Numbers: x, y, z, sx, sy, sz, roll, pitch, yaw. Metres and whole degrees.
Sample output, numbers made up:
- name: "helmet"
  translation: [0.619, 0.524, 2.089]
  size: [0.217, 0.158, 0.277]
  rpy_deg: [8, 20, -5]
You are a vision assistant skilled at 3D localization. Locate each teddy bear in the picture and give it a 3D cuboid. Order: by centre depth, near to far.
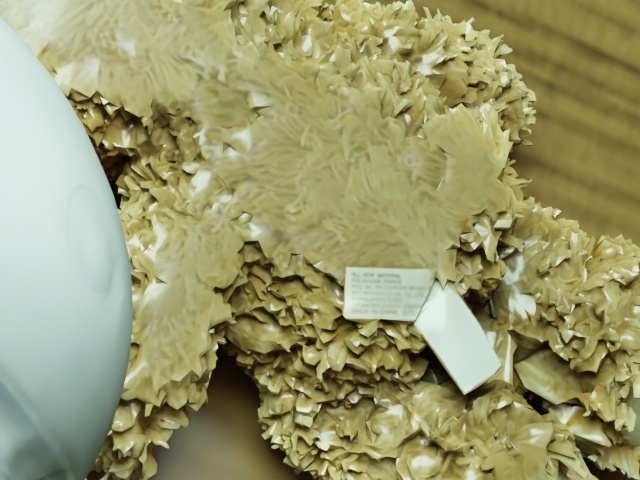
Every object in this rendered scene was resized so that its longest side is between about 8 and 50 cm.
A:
- name: "teddy bear"
  translation: [0.000, 0.000, 0.562]
  size: [0.338, 0.113, 0.245]
  rpy_deg: [27, 71, -15]

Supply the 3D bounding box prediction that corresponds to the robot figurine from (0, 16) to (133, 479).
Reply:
- name: "robot figurine"
  translation: [-0.180, 0.055, 0.339]
  size: [0.200, 0.300, 0.353]
  rpy_deg: [40, 67, -7]
